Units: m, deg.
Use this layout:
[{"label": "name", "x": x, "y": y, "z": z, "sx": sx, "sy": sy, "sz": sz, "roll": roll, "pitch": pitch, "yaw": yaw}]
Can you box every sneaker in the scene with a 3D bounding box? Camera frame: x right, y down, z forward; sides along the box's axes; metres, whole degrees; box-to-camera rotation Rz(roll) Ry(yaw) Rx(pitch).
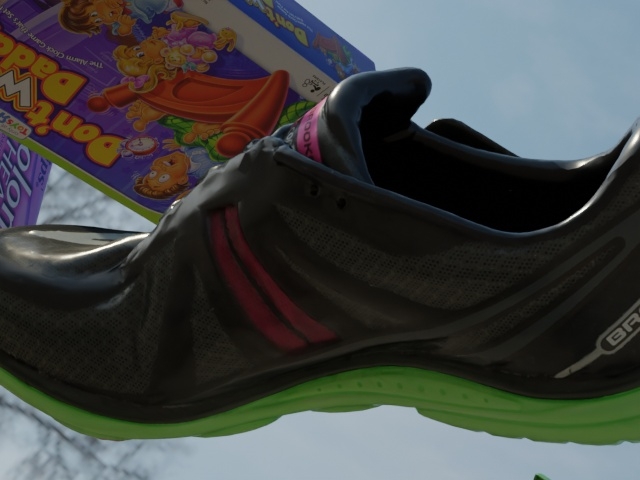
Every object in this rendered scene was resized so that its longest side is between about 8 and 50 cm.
[{"label": "sneaker", "x": 0.000, "y": 0.000, "z": 0.822, "sx": 0.482, "sy": 0.185, "sz": 0.202, "roll": -4, "pitch": -68, "yaw": 18}]

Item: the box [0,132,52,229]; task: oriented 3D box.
[{"label": "box", "x": -0.378, "y": -0.091, "z": 1.407, "sx": 0.117, "sy": 0.214, "sz": 0.243, "roll": 3, "pitch": -23, "yaw": 19}]

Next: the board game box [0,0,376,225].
[{"label": "board game box", "x": -0.150, "y": -0.152, "z": 1.207, "sx": 0.233, "sy": 0.078, "sz": 0.347, "roll": -36, "pitch": -51, "yaw": 28}]

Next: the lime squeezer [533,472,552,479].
[{"label": "lime squeezer", "x": 0.245, "y": 0.276, "z": 1.247, "sx": 0.110, "sy": 0.310, "sz": 0.059, "roll": -2, "pitch": -81, "yaw": 6}]
